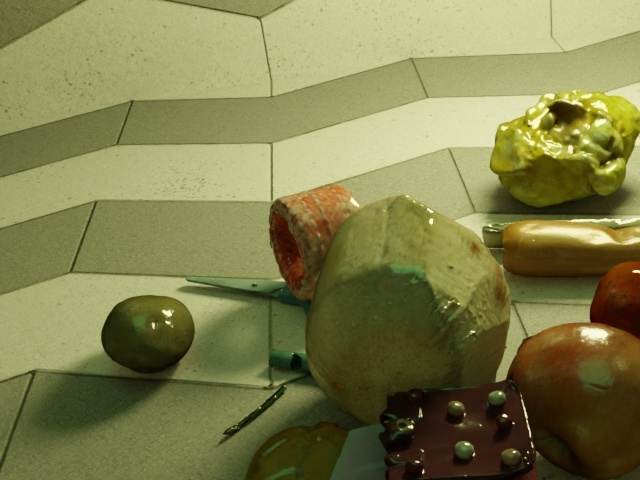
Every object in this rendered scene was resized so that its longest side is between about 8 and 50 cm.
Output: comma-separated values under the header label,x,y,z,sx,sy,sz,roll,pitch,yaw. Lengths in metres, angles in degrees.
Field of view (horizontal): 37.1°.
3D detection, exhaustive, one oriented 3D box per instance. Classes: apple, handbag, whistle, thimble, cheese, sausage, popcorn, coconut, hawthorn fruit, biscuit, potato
label,x,y,z,sx,sy,sz,roll,pitch,yaw
apple,0.411,0.252,1.486,0.253,0.254,0.253,-7,29,4
handbag,0.190,0.280,1.345,0.216,0.074,0.203,-4,27,5
whistle,-0.009,0.239,1.831,0.186,0.039,0.039,6,32,24
thimble,0.000,0.000,1.999,0.162,0.239,0.239,-14,29,-19
cheese,0.555,-0.017,2.079,0.400,0.085,0.034,-3,57,13
sausage,0.558,0.018,1.985,0.353,0.116,0.134,1,11,13
popcorn,0.584,-0.203,2.272,0.334,0.293,0.292,-21,56,44
coconut,0.156,0.118,1.647,0.344,0.415,0.415,17,33,4
hawthorn fruit,0.580,0.126,1.696,0.215,0.215,0.249,-22,33,-21
biscuit,-0.032,0.384,1.572,0.203,0.041,0.260,4,30,23
potato,-0.347,0.181,1.919,0.177,0.160,0.235,23,4,-20

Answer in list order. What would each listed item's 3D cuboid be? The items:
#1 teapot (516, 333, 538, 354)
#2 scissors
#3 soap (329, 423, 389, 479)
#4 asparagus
label,x,y,z,sx,sy,sz,roll,pitch,yaw
teapot,0.420,0.206,1.734,0.129,0.078,0.098,-9,-15,-27
scissors,-0.106,0.107,2.104,0.447,0.029,0.192,5,31,24
soap,0.132,0.443,1.301,0.261,0.156,0.446,-10,29,-3
asparagus,-0.119,0.315,1.751,0.016,0.016,0.163,39,49,21
